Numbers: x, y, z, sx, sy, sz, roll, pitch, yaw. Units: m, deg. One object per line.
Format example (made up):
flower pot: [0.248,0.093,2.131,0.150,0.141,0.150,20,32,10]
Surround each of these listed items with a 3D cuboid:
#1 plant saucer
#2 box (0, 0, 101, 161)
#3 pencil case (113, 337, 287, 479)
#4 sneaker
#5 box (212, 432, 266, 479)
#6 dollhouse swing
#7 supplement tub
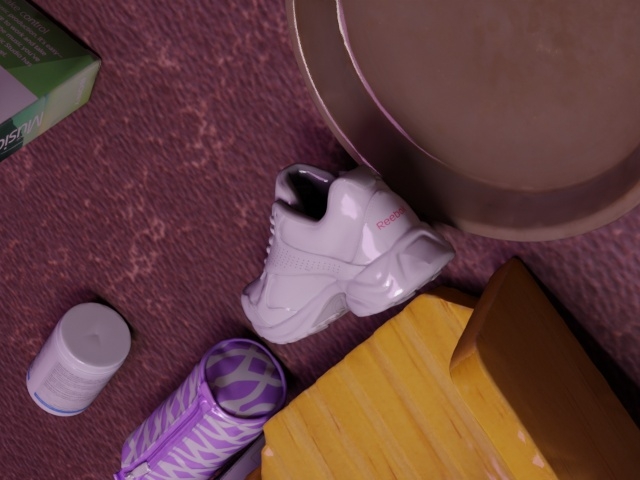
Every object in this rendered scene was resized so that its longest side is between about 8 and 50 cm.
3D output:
plant saucer: [0.102,-0.127,0.792,0.278,0.041,0.278,21,131,26]
box: [-0.354,-0.116,0.949,0.232,0.322,0.058,40,141,8]
pencil case: [-0.109,0.161,1.128,0.206,0.088,0.086,-49,61,44]
sneaker: [0.000,0.000,0.921,0.115,0.090,0.232,58,146,-4]
box: [-0.025,0.288,1.144,0.203,0.103,0.114,45,137,2]
dollhouse swing: [0.020,0.247,0.855,0.347,0.305,0.315,-43,74,38]
supplement tub: [-0.225,0.112,1.195,0.071,0.071,0.107,45,137,2]
